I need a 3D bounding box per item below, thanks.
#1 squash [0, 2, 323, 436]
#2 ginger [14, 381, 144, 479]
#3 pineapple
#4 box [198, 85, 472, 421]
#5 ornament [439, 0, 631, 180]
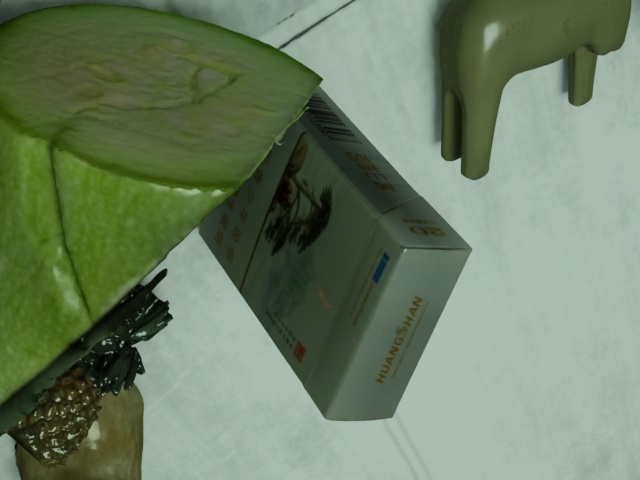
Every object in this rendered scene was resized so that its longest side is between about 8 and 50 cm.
[{"bbox_3d":[-0.152,0.024,0.768,0.210,0.234,0.309,19,121,5],"label":"squash"},{"bbox_3d":[-0.196,0.188,0.964,0.115,0.123,0.193,-8,121,-14],"label":"ginger"},{"bbox_3d":[-0.182,0.100,0.907,0.159,0.074,0.074,-49,140,-19],"label":"pineapple"},{"bbox_3d":[0.001,0.000,0.842,0.067,0.233,0.150,0,125,-33],"label":"box"},{"bbox_3d":[0.201,-0.192,0.941,0.230,0.061,0.245,-23,135,-19],"label":"ornament"}]
